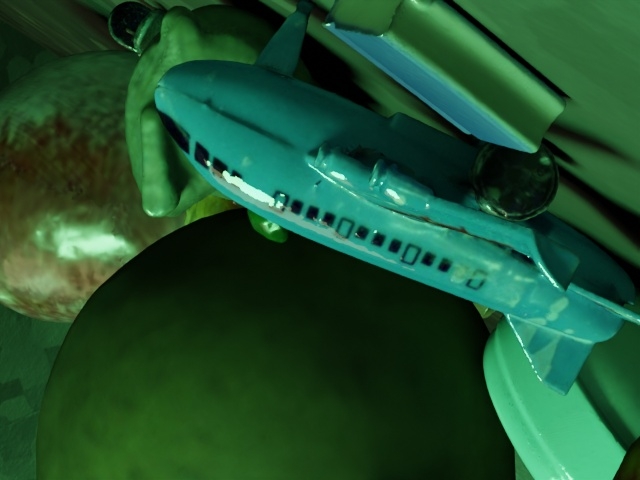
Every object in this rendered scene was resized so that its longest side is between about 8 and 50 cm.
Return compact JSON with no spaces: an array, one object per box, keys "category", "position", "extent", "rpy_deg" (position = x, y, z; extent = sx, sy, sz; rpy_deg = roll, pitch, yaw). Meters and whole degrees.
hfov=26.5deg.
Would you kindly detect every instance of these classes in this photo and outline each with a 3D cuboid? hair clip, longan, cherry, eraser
[{"category":"hair clip","position":[-0.072,-0.123,1.128],"extent":[0.229,0.039,0.070],"rpy_deg":[33,177,-33]},{"category":"longan","position":[-0.024,0.158,0.943],"extent":[0.361,0.361,0.361],"rpy_deg":[33,178,1]},{"category":"cherry","position":[-0.209,-0.054,1.437],"extent":[0.334,0.292,0.326],"rpy_deg":[-2,-155,10]},{"category":"eraser","position":[0.048,-0.071,0.540],"extent":[0.084,0.027,0.063],"rpy_deg":[33,179,-25]}]

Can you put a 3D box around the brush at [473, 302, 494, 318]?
[{"category":"brush","position":[0.087,0.008,1.537],"extent":[0.065,0.070,0.327],"rpy_deg":[9,-165,-45]}]

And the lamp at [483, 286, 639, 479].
[{"category":"lamp","position":[0.204,0.142,0.841],"extent":[0.209,0.147,0.284],"rpy_deg":[2,-110,-63]}]

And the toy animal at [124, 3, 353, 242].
[{"category":"toy animal","position":[-0.031,-0.076,0.866],"extent":[0.125,0.127,0.251],"rpy_deg":[21,-170,11]}]

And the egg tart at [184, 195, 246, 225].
[{"category":"egg tart","position":[0.000,0.000,1.192],"extent":[0.345,0.132,0.345],"rpy_deg":[25,180,0]}]

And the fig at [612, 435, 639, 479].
[{"category":"fig","position":[0.295,0.161,0.688],"extent":[0.320,0.217,0.217],"rpy_deg":[0,-162,-32]}]

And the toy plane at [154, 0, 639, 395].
[{"category":"toy plane","position":[0.046,-0.021,0.672],"extent":[0.271,0.105,0.254],"rpy_deg":[35,177,-4]}]
